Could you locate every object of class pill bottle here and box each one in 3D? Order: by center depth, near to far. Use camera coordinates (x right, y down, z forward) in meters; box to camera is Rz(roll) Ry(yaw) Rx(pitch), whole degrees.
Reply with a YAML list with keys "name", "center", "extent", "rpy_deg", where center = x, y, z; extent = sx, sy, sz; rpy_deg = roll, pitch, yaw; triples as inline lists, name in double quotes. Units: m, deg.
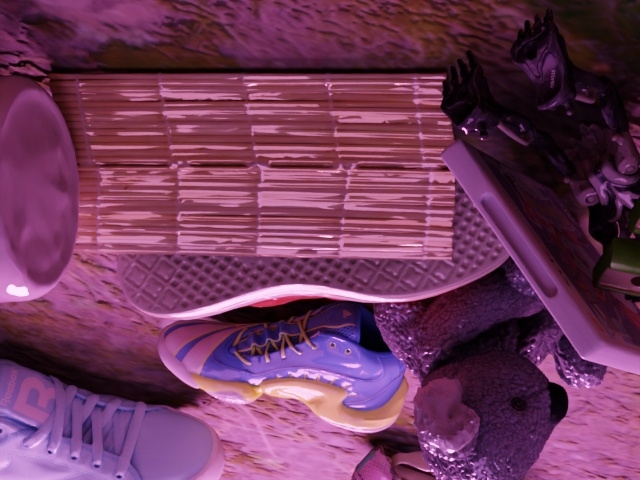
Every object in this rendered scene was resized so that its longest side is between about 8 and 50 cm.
- name: "pill bottle"
  center: [-0.350, -0.031, 1.155]
  extent: [0.301, 0.169, 0.169]
  rpy_deg: [-3, 144, 14]

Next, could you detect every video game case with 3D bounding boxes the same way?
- name: "video game case"
  center: [0.181, 0.018, 1.128]
  extent: [0.023, 0.183, 0.201]
  rpy_deg: [-39, 156, 16]

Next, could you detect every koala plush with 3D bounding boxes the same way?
- name: "koala plush"
  center: [0.136, 0.122, 1.295]
  extent: [0.203, 0.221, 0.196]
  rpy_deg: [-8, 142, 21]

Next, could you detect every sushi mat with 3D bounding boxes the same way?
- name: "sushi mat"
  center: [-0.052, -0.058, 1.189]
  extent: [0.316, 0.019, 0.151]
  rpy_deg: [1, 108, 8]

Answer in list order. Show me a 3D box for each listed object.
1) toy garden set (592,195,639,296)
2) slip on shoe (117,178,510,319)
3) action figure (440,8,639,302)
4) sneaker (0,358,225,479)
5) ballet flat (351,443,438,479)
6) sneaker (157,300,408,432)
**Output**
- name: "toy garden set"
  center: [0.314, -0.008, 0.982]
  extent: [0.203, 0.049, 0.244]
  rpy_deg: [12, 144, -6]
- name: "slip on shoe"
  center: [0.000, 0.000, 1.264]
  extent: [0.331, 0.123, 0.101]
  rpy_deg: [-10, 178, 12]
- name: "action figure"
  center: [0.228, -0.060, 1.100]
  extent: [0.275, 0.141, 0.164]
  rpy_deg: [35, 134, -22]
- name: "sneaker"
  center: [-0.282, 0.193, 1.544]
  extent: [0.366, 0.135, 0.150]
  rpy_deg: [4, 148, 3]
- name: "ballet flat"
  center: [0.142, 0.271, 1.642]
  extent: [0.221, 0.077, 0.079]
  rpy_deg: [21, 123, -18]
- name: "sneaker"
  center: [-0.024, 0.092, 1.420]
  extent: [0.240, 0.091, 0.126]
  rpy_deg: [15, 126, -11]
